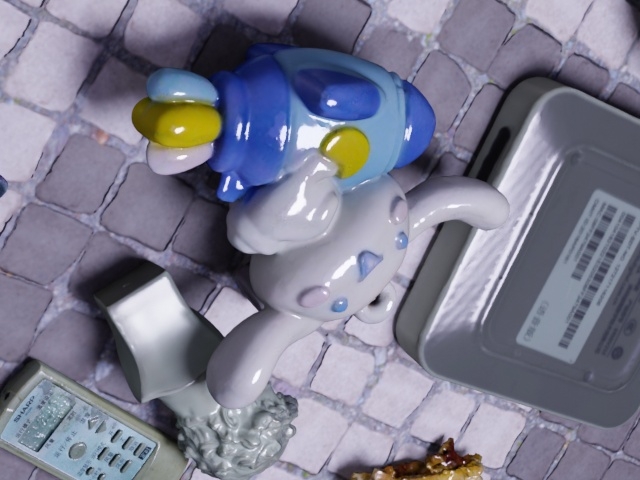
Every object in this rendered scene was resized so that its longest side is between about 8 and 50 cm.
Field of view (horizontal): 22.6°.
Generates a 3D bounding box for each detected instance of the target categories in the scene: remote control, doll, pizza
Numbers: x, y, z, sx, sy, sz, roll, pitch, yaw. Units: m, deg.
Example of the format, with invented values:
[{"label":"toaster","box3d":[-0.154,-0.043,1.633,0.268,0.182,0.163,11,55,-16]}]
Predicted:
[{"label":"remote control","box3d":[-0.245,0.215,1.703,0.233,0.038,0.098,37,90,-35]},{"label":"doll","box3d":[-0.002,-0.060,1.592,0.376,0.187,0.365,-46,124,-37]},{"label":"pizza","box3d":[0.112,0.299,1.923,0.194,0.069,0.154,-25,121,-26]}]

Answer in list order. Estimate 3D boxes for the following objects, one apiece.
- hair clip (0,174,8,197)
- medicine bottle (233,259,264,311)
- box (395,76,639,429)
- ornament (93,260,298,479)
[{"label":"hair clip","box3d":[-0.392,0.035,1.520,0.048,0.083,0.275,29,98,-45]},{"label":"medicine bottle","box3d":[0.000,0.000,1.734,0.199,0.058,0.057,-37,124,-12]},{"label":"box","box3d":[0.308,0.026,1.899,0.373,0.090,0.367,19,101,-33]},{"label":"ornament","box3d":[-0.135,0.148,1.685,0.130,0.120,0.285,-44,124,-4]}]
